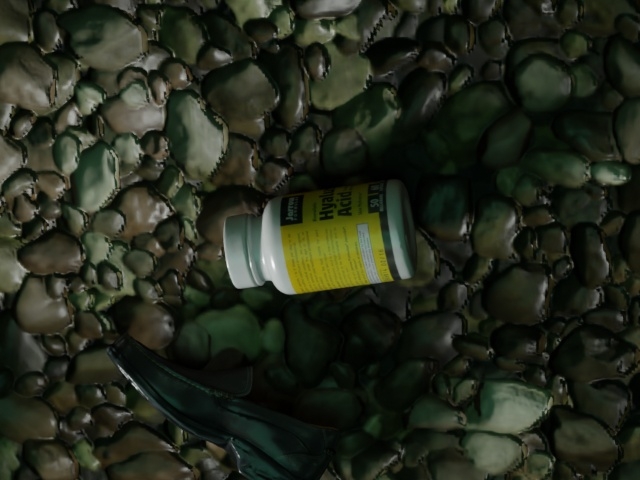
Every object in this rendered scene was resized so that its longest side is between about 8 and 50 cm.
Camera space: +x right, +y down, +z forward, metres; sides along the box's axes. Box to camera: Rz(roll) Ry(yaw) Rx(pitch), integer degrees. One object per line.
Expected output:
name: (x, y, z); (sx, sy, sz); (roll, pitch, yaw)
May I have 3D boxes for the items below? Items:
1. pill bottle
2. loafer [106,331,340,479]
pill bottle: (0.000, 0.000, 1.202); (0.116, 0.065, 0.065); (-9, 109, 10)
loafer: (-0.065, 0.108, 1.261); (0.170, 0.062, 0.061); (36, 88, -11)
